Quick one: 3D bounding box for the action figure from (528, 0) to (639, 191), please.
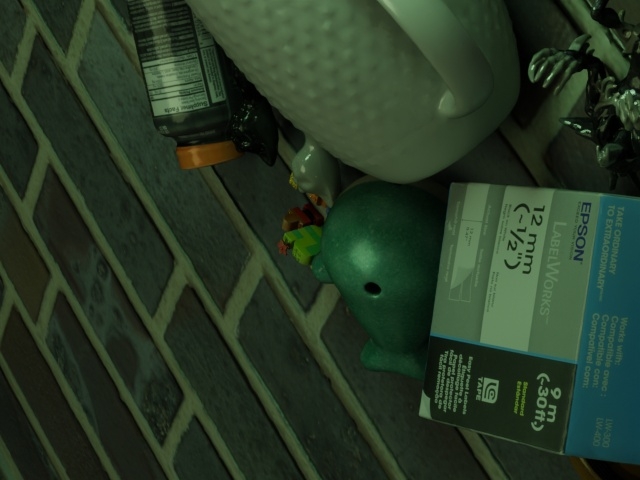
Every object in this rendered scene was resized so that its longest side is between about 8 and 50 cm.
[{"bbox_3d":[0.278,-0.156,1.692,0.164,0.141,0.276,20,120,38],"label":"action figure"}]

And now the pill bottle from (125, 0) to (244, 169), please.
[{"bbox_3d":[-0.165,-0.217,2.342,0.130,0.130,0.246,1,106,57],"label":"pill bottle"}]

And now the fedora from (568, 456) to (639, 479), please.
[{"bbox_3d":[0.318,0.183,1.843,0.194,0.079,0.194,30,127,48],"label":"fedora"}]

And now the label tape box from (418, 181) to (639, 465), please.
[{"bbox_3d":[0.250,0.078,1.751,0.347,0.115,0.249,8,89,59],"label":"label tape box"}]

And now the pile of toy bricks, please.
[{"bbox_3d":[0.000,0.000,2.217,0.212,0.105,0.118,48,140,34],"label":"pile of toy bricks"}]

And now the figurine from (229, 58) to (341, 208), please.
[{"bbox_3d":[-0.033,-0.163,2.190,0.215,0.092,0.209,36,129,42],"label":"figurine"}]

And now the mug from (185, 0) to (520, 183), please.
[{"bbox_3d":[0.057,-0.224,1.809,0.328,0.276,0.374,52,175,-18],"label":"mug"}]

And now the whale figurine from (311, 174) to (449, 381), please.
[{"bbox_3d":[0.083,0.059,2.054,0.216,0.141,0.272,12,125,17],"label":"whale figurine"}]
